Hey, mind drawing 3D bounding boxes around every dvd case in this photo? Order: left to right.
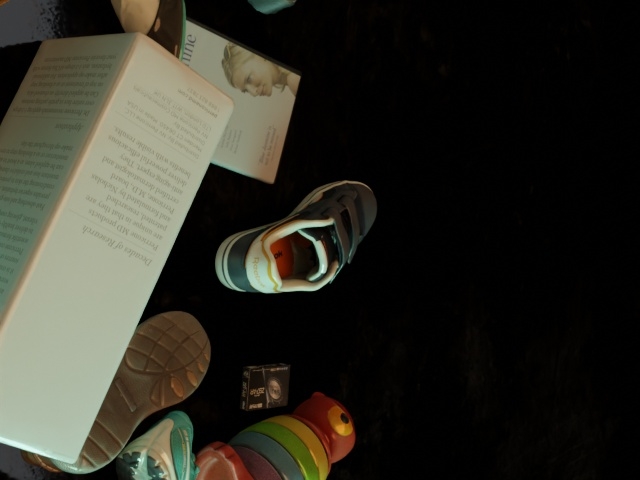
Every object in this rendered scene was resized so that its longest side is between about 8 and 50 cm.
[{"bbox_3d":[-0.141,-0.201,1.341,0.253,0.022,0.180,18,84,-42],"label":"dvd case"}]

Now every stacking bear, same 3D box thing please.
[{"bbox_3d":[-0.052,0.333,1.415,0.175,0.164,0.289,52,42,8],"label":"stacking bear"}]

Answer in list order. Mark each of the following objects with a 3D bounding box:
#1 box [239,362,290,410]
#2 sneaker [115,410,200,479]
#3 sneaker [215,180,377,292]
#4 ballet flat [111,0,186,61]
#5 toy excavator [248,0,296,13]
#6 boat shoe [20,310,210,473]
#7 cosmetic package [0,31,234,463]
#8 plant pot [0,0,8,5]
[{"bbox_3d":[-0.086,0.228,1.457,0.083,0.018,0.067,2,94,-43],"label":"box"},{"bbox_3d":[-0.201,0.346,1.271,0.110,0.107,0.275,-52,155,-46],"label":"sneaker"},{"bbox_3d":[0.000,0.000,1.432,0.321,0.127,0.126,-30,114,-37],"label":"sneaker"},{"bbox_3d":[-0.219,-0.332,1.211,0.096,0.095,0.280,15,76,-33],"label":"ballet flat"},{"bbox_3d":[-0.076,-0.523,1.184,0.433,0.222,0.445,-48,119,-45],"label":"toy excavator"},{"bbox_3d":[-0.267,0.190,1.225,0.324,0.116,0.123,-35,104,-55],"label":"boat shoe"},{"bbox_3d":[-0.303,-0.004,1.081,0.161,0.230,0.453,33,75,-41],"label":"cosmetic package"},{"bbox_3d":[-0.421,-0.351,0.946,0.237,0.237,0.254,-42,108,-30],"label":"plant pot"}]
